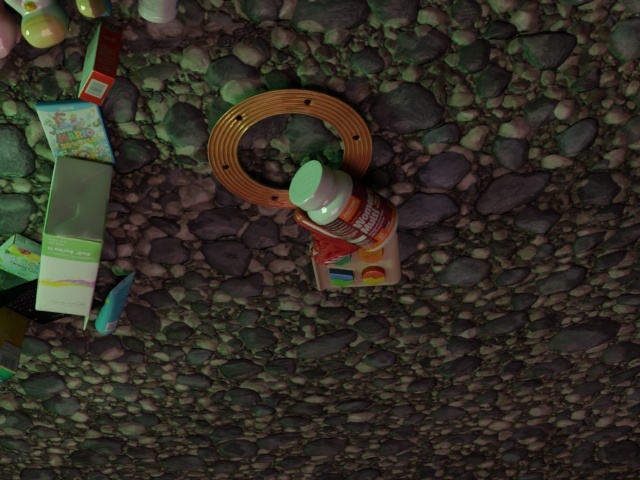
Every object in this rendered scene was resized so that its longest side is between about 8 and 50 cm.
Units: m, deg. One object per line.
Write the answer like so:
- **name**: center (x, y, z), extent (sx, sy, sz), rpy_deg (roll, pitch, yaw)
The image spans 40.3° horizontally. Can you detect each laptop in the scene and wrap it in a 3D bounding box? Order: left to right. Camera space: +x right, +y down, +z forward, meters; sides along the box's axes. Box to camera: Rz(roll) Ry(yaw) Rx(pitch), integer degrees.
- **laptop**: center (-0.692, 0.175, 2.031), extent (0.234, 0.137, 0.264), rpy_deg (-16, 144, 32)

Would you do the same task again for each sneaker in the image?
- **sneaker**: center (0.000, 0.000, 1.921), extent (0.221, 0.087, 0.128), rpy_deg (23, 125, -39)

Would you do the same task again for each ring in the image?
- **ring**: center (-0.061, -0.187, 1.779), extent (0.336, 0.032, 0.337), rpy_deg (-2, 139, -2)

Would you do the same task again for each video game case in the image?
- **video game case**: center (-0.482, -0.211, 1.724), extent (0.119, 0.015, 0.166), rpy_deg (-4, 140, -1)

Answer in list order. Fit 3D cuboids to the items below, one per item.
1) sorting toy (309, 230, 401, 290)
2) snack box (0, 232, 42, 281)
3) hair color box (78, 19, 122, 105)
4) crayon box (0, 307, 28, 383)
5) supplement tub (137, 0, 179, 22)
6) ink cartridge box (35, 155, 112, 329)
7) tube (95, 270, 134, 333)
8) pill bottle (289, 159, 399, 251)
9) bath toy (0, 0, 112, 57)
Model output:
- **sorting toy**: center (0.087, 0.056, 2.075), extent (0.208, 0.038, 0.193), rpy_deg (-7, 140, 3)
- **snack box**: center (-0.664, 0.047, 1.996), extent (0.141, 0.037, 0.100), rpy_deg (30, 132, -35)
- **hair color box**: center (-0.382, -0.309, 1.516), extent (0.043, 0.141, 0.072), rpy_deg (20, 135, -27)
- **crayon box**: center (-0.847, 0.211, 2.077), extent (0.081, 0.165, 0.278), rpy_deg (-30, 134, 29)
- **supplement tub**: center (-0.266, -0.425, 1.445), extent (0.071, 0.071, 0.107), rpy_deg (5, 140, -10)
- **ink cartridge box**: center (-0.524, 0.018, 1.835), extent (0.119, 0.207, 0.353), rpy_deg (8, 142, -15)
- **tube**: center (-0.502, 0.155, 2.121), extent (0.052, 0.080, 0.207), rpy_deg (36, 135, 1)
- **pill bottle**: center (0.049, -0.072, 1.807), extent (0.221, 0.121, 0.121), rpy_deg (29, 130, -34)
- **bath toy**: center (-0.531, -0.373, 1.449), extent (0.348, 0.152, 0.129), rpy_deg (-14, 174, 12)
